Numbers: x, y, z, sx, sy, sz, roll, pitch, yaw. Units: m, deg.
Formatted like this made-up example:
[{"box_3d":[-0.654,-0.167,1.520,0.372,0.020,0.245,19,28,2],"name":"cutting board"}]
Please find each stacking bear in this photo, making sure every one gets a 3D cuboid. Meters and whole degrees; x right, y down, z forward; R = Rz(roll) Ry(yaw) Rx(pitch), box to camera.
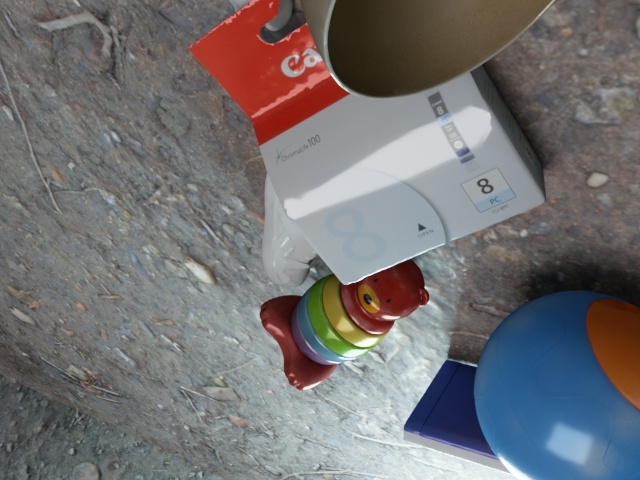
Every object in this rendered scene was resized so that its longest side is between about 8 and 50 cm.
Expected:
[{"box_3d":[0.057,0.117,1.180,0.289,0.164,0.175,-36,74,41],"name":"stacking bear"}]

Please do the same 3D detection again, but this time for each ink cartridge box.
[{"box_3d":[0.053,-0.144,0.858,0.308,0.091,0.385,-24,120,31],"name":"ink cartridge box"}]

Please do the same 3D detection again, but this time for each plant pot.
[{"box_3d":[0.086,-0.295,0.618,0.191,0.284,0.284,61,150,21],"name":"plant pot"}]

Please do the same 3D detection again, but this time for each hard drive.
[{"box_3d":[0.326,0.303,1.148,0.319,0.210,0.040,10,119,28],"name":"hard drive"}]

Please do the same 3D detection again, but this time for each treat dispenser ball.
[{"box_3d":[0.358,0.213,0.950,0.288,0.288,0.288,20,142,16],"name":"treat dispenser ball"}]

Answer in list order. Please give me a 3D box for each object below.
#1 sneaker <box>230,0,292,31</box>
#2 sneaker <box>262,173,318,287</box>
[{"box_3d":[-0.110,-0.351,0.830,0.094,0.080,0.212,21,145,35],"name":"sneaker"},{"box_3d":[0.000,0.000,1.124,0.169,0.108,0.292,23,142,18],"name":"sneaker"}]
